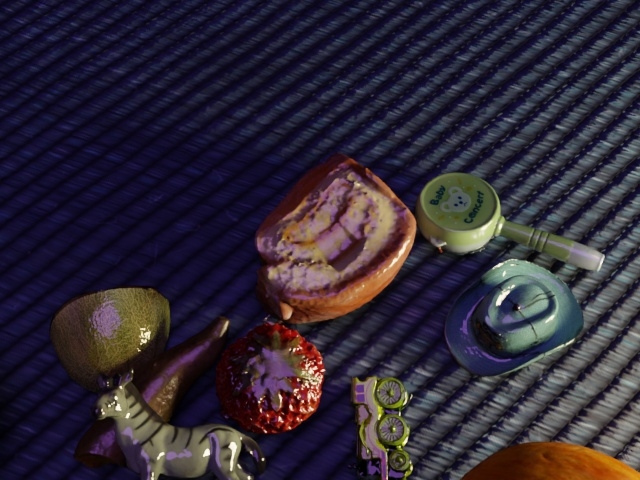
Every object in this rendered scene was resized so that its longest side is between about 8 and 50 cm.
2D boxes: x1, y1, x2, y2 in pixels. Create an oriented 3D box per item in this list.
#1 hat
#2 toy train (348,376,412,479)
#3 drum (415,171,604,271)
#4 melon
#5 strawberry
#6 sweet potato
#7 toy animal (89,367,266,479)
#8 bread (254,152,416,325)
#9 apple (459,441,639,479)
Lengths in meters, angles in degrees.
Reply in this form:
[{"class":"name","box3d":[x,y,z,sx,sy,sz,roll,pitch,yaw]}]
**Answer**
[{"class":"hat","box3d":[0.255,0.094,0.983,0.191,0.078,0.138,-31,65,-13]},{"class":"toy train","box3d":[0.076,0.288,0.913,0.085,0.053,0.250,-5,66,7]},{"class":"drum","box3d":[0.256,-0.030,1.039,0.253,0.049,0.130,9,54,9]},{"class":"melon","box3d":[-0.267,0.124,0.969,0.160,0.079,0.128,-18,66,-8]},{"class":"strawberry","box3d":[-0.064,0.170,0.946,0.145,0.086,0.145,1,67,-2]},{"class":"sweet potato","box3d":[-0.200,0.190,0.946,0.077,0.077,0.244,37,66,15]},{"class":"toy animal","box3d":[-0.164,0.242,0.880,0.216,0.073,0.176,8,66,-27]},{"class":"bread","box3d":[0.009,0.008,0.999,0.190,0.123,0.244,38,72,14]},{"class":"apple","box3d":[0.229,0.347,0.771,0.286,0.286,0.233,-42,56,-17]}]
